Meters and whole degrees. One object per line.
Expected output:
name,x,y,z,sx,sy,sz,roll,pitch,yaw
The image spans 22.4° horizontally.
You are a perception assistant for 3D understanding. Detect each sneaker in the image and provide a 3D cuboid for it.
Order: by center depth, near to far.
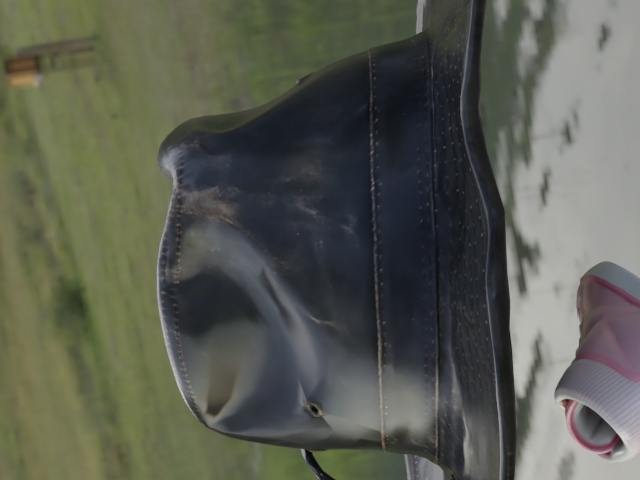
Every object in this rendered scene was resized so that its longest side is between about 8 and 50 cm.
sneaker,0.124,0.053,0.698,0.051,0.070,0.134,46,180,-12

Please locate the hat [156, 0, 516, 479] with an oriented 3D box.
hat,0.000,0.000,0.670,0.331,0.134,0.331,-178,90,-89
